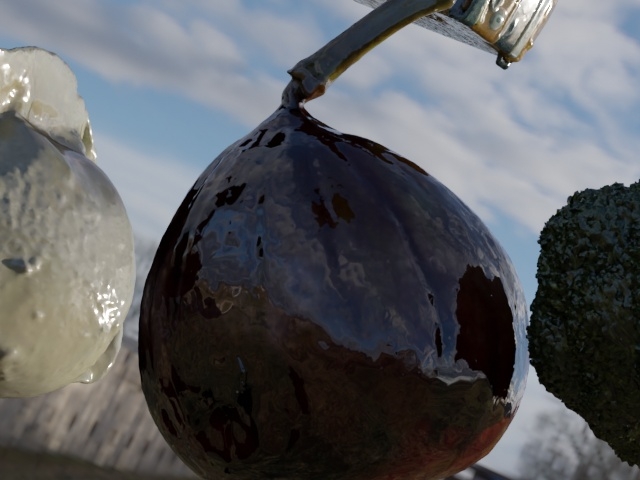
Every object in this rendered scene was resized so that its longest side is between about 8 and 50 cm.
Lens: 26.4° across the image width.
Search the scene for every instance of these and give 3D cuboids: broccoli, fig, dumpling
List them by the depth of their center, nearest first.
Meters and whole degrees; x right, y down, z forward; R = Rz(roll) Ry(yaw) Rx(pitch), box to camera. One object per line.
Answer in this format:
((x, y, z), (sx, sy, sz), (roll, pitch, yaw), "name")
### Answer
((0.170, 0.038, 0.641), (0.146, 0.162, 0.138), (-14, 13, 13), "broccoli")
((-0.009, 0.008, 0.689), (0.204, 0.249, 0.186), (-14, 1, 42), "fig")
((-0.196, -0.013, 0.868), (0.175, 0.226, 0.243), (19, -13, -3), "dumpling")

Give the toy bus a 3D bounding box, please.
((0.075, -0.186, 0.908), (0.103, 0.091, 0.182), (25, 4, -46), "toy bus")
